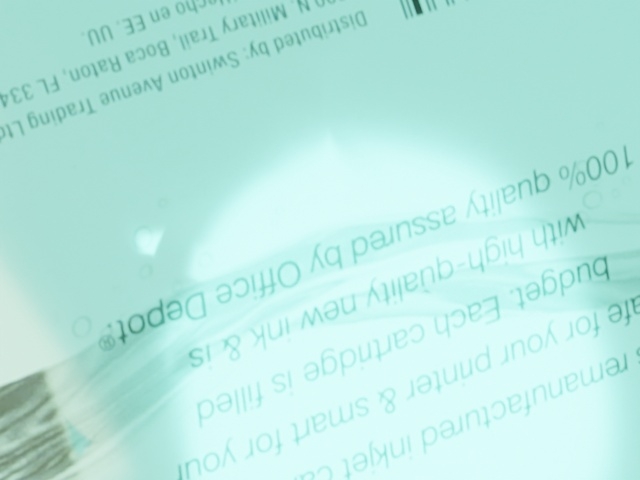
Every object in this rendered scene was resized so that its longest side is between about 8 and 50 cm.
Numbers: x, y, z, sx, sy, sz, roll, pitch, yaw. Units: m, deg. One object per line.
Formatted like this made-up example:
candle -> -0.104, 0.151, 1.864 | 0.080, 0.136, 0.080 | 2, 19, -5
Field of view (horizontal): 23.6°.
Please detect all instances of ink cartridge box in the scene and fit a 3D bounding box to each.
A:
ink cartridge box -> 0.000, 0.000, 0.545 | 0.285, 0.166, 0.395 | -19, 90, -11
